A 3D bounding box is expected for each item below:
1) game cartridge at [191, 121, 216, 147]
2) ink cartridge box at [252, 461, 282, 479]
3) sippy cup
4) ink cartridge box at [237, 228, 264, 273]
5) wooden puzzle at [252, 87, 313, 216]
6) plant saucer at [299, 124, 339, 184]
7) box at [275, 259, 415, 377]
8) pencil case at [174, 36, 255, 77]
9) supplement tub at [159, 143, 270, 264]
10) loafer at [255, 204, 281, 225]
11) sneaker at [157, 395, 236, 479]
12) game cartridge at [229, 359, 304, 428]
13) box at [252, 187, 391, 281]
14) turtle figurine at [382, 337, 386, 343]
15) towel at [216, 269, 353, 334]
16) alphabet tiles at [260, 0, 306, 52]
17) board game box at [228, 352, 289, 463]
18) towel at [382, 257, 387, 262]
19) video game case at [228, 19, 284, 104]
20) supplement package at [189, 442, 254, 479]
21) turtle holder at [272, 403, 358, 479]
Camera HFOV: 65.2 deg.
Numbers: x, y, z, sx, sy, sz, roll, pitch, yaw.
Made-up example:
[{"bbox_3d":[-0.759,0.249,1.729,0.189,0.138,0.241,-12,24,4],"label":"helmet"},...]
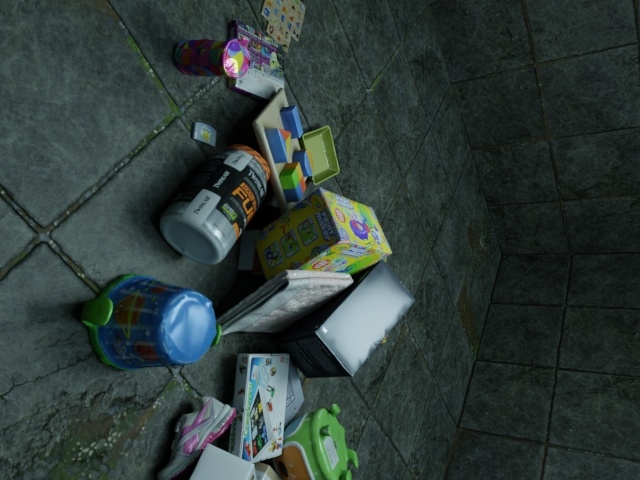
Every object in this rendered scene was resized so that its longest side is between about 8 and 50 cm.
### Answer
[{"bbox_3d":[-0.333,-0.306,1.438,0.083,0.017,0.056,15,73,-54],"label":"game cartridge"},{"bbox_3d":[-0.198,0.824,1.508,0.235,0.088,0.193,-57,134,-38],"label":"ink cartridge box"},{"bbox_3d":[-0.374,0.196,1.171,0.305,0.223,0.240,-30,113,-52],"label":"sippy cup"},{"bbox_3d":[-0.173,0.049,1.596,0.175,0.072,0.128,23,69,-52],"label":"ink cartridge box"},{"bbox_3d":[-0.098,-0.281,1.579,0.348,0.080,0.322,-77,155,-55],"label":"wooden puzzle"},{"bbox_3d":[-0.011,-0.319,1.873,0.188,0.045,0.189,-35,117,-50],"label":"plant saucer"},{"bbox_3d":[0.075,0.261,1.617,0.179,0.312,0.343,50,60,-5],"label":"box"},{"bbox_3d":[-0.285,-0.483,1.323,0.104,0.236,0.105,-23,120,-46],"label":"pencil case"},{"bbox_3d":[-0.273,-0.107,1.359,0.194,0.193,0.316,58,45,-36],"label":"supplement tub"},{"bbox_3d":[-0.126,-0.051,1.626,0.220,0.080,0.079,25,80,-24],"label":"loafer"},{"bbox_3d":[-0.342,0.519,1.320,0.252,0.111,0.103,-48,165,-24],"label":"sneaker"},{"bbox_3d":[-0.164,0.530,1.604,0.294,0.060,0.196,-29,108,-52],"label":"game cartridge"},{"bbox_3d":[0.007,0.012,1.509,0.289,0.279,0.177,13,49,-52],"label":"box"},{"bbox_3d":[0.203,0.371,2.107,0.217,0.087,0.270,-53,138,-32],"label":"turtle figurine"},{"bbox_3d":[-0.107,0.191,1.484,0.316,0.331,0.054,9,51,-54],"label":"towel"},{"bbox_3d":[-0.130,-0.795,1.761,0.198,0.009,0.238,33,62,-50],"label":"alphabet tiles"},{"bbox_3d":[-0.179,0.492,1.493,0.193,0.053,0.306,18,74,-54],"label":"board game box"},{"bbox_3d":[0.288,0.064,2.311,0.083,0.009,0.060,38,59,-47],"label":"towel"},{"bbox_3d":[-0.203,-0.562,1.613,0.232,0.041,0.211,3,87,-55],"label":"video game case"},{"bbox_3d":[-0.255,0.645,1.301,0.244,0.133,0.139,97,16,-55],"label":"supplement package"},{"bbox_3d":[-0.024,0.667,1.642,0.320,0.227,0.244,-84,150,-65],"label":"turtle holder"}]
